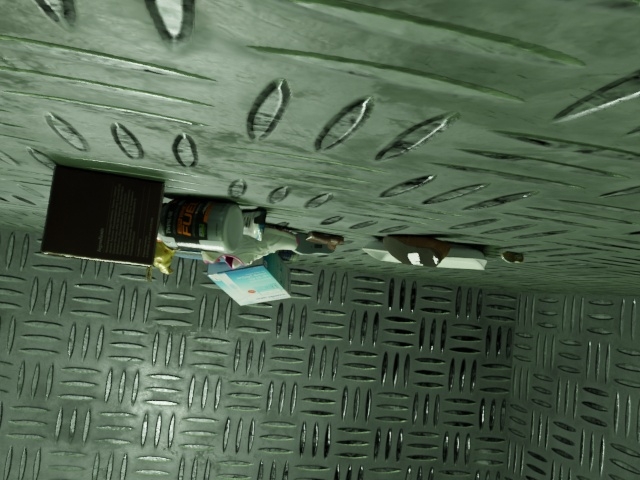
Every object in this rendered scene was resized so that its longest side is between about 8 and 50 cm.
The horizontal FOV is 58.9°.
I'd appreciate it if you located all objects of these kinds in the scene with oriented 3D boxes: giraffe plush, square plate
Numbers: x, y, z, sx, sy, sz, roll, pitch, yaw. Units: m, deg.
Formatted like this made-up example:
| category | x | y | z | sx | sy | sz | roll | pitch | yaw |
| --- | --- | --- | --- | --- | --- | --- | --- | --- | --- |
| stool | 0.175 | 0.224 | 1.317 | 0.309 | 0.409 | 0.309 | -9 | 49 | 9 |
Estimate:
| category | x | y | z | sx | sy | sz | roll | pitch | yaw |
| --- | --- | --- | --- | --- | --- | --- | --- | --- | --- |
| giraffe plush | -0.394 | -0.018 | 1.471 | 0.170 | 0.210 | 0.181 | -28 | 157 | 22 |
| square plate | 0.326 | 0.043 | 1.716 | 0.344 | 0.049 | 0.347 | 4 | 174 | 16 |

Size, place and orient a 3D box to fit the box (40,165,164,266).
| category | x | y | z | sx | sy | sz | roll | pitch | yaw |
| --- | --- | --- | --- | --- | --- | --- | --- | --- | --- |
| box | -0.430 | -0.040 | 1.140 | 0.203 | 0.167 | 0.168 | 9 | 175 | -18 |

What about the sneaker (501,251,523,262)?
| category | x | y | z | sx | sy | sz | roll | pitch | yaw |
| --- | --- | --- | --- | --- | --- | --- | --- | --- | --- |
| sneaker | 0.545 | 0.051 | 1.632 | 0.083 | 0.032 | 0.037 | 10 | 173 | -30 |

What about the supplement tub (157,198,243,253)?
| category | x | y | z | sx | sy | sz | roll | pitch | yaw |
| --- | --- | --- | --- | --- | --- | --- | --- | --- | --- |
| supplement tub | -0.280 | -0.034 | 1.285 | 0.190 | 0.117 | 0.117 | 4 | 174 | 14 |

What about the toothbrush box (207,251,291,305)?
| category | x | y | z | sx | sy | sz | roll | pitch | yaw |
| --- | --- | --- | --- | --- | --- | --- | --- | --- | --- |
| toothbrush box | -0.256 | 0.119 | 2.096 | 0.216 | 0.126 | 0.295 | -10 | 151 | 12 |

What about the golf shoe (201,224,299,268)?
| category | x | y | z | sx | sy | sz | roll | pitch | yaw |
| --- | --- | --- | --- | --- | --- | --- | --- | --- | --- |
| golf shoe | -0.204 | 0.017 | 1.614 | 0.306 | 0.140 | 0.115 | 8 | 173 | -30 |

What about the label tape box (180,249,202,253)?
| category | x | y | z | sx | sy | sz | roll | pitch | yaw |
| --- | --- | --- | --- | --- | --- | --- | --- | --- | --- |
| label tape box | -0.401 | -0.001 | 1.812 | 0.241 | 0.105 | 0.334 | 5 | 173 | 9 |

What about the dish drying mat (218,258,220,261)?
| category | x | y | z | sx | sy | sz | roll | pitch | yaw |
| --- | --- | --- | --- | --- | --- | --- | --- | --- | --- |
| dish drying mat | -0.331 | 0.058 | 1.757 | 0.032 | 0.008 | 0.083 | 7 | 174 | 0 |

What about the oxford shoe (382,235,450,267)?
| category | x | y | z | sx | sy | sz | roll | pitch | yaw |
| --- | --- | --- | --- | --- | --- | --- | --- | --- | --- |
| oxford shoe | 0.253 | 0.019 | 1.496 | 0.076 | 0.076 | 0.212 | -35 | -150 | -28 |

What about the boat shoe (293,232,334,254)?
| category | x | y | z | sx | sy | sz | roll | pitch | yaw |
| --- | --- | --- | --- | --- | --- | --- | --- | --- | --- |
| boat shoe | -0.046 | 0.017 | 1.794 | 0.183 | 0.065 | 0.083 | 10 | 172 | -38 |

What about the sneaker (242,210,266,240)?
| category | x | y | z | sx | sy | sz | roll | pitch | yaw |
| --- | --- | --- | --- | --- | --- | --- | --- | --- | --- |
| sneaker | -0.177 | -0.040 | 1.377 | 0.083 | 0.071 | 0.191 | 13 | 173 | -11 |

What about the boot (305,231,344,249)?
| category | x | y | z | sx | sy | sz | roll | pitch | yaw |
| --- | --- | --- | --- | --- | --- | --- | --- | --- | --- |
| boot | 0.000 | 0.000 | 1.710 | 0.114 | 0.037 | 0.106 | 5 | 162 | -20 |

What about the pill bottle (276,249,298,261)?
| category | x | y | z | sx | sy | sz | roll | pitch | yaw |
| --- | --- | --- | --- | --- | --- | --- | --- | --- | --- |
| pill bottle | -0.152 | 0.043 | 2.177 | 0.120 | 0.067 | 0.067 | 9 | 174 | -22 |
